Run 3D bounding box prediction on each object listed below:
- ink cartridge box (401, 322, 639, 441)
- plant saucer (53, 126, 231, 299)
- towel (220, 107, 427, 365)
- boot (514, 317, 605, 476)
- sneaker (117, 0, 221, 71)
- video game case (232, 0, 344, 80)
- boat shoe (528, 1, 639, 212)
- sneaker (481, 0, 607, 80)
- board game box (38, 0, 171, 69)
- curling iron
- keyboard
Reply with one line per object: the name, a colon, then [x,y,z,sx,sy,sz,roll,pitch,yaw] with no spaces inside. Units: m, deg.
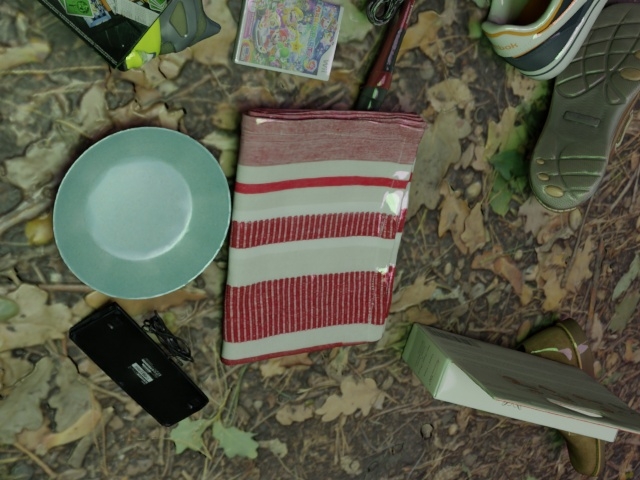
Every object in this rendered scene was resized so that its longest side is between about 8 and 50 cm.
ink cartridge box: [0.289,0.214,1.022,0.296,0.261,0.066,16,99,-17]
plant saucer: [-0.195,-0.032,0.826,0.195,0.037,0.194,-11,114,-27]
towel: [0.000,0.000,0.931,0.237,0.037,0.328,-5,117,-27]
boot: [0.397,0.277,1.260,0.115,0.112,0.305,-21,112,-4]
sneaker: [-0.163,-0.317,0.707,0.121,0.111,0.299,-19,123,-33]
video game case: [-0.035,-0.234,0.855,0.122,0.011,0.087,4,106,-31]
boat shoe: [0.380,-0.184,1.067,0.324,0.123,0.116,-62,159,-7]
sneaker: [0.313,-0.367,0.936,0.128,0.126,0.321,19,100,-40]
board game box: [-0.231,-0.282,0.629,0.260,0.030,0.136,42,115,-14]
curling iron: [0.055,-0.192,0.913,0.068,0.035,0.273,11,109,-11]
keyboard: [-0.201,0.140,0.900,0.100,0.038,0.192,-28,124,9]
